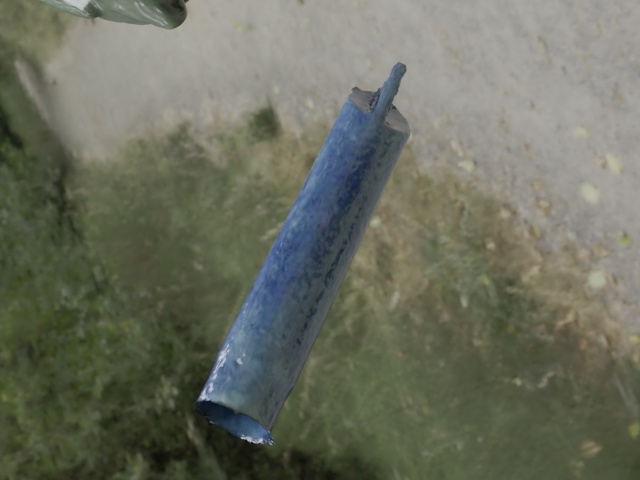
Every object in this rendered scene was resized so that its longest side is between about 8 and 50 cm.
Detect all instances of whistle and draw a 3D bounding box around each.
[{"bbox_3d":[0.000,0.000,0.836,0.062,0.304,0.062,20,155,10],"label":"whistle"}]

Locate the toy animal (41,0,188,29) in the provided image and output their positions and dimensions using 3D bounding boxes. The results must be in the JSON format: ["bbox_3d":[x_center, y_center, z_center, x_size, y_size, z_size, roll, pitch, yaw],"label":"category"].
[{"bbox_3d":[-0.096,-0.229,0.645,0.138,0.236,0.108,28,157,-6],"label":"toy animal"}]
